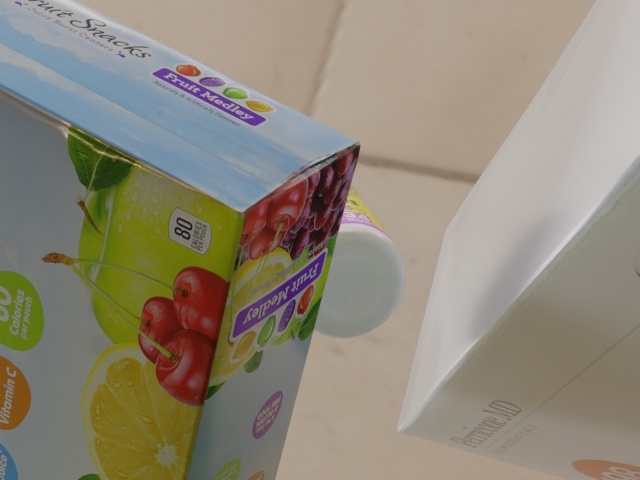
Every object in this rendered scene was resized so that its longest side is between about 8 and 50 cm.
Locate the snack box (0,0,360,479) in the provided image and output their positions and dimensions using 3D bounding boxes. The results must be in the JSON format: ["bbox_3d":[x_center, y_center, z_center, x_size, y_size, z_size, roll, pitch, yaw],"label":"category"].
[{"bbox_3d":[-0.095,0.029,0.599,0.174,0.070,0.207,28,124,21],"label":"snack box"}]

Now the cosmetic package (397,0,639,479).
[{"bbox_3d":[0.195,0.020,0.551,0.284,0.377,0.097,17,73,-2],"label":"cosmetic package"}]

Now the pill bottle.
[{"bbox_3d":[0.000,0.000,0.690,0.043,0.043,0.083,-53,26,10],"label":"pill bottle"}]
